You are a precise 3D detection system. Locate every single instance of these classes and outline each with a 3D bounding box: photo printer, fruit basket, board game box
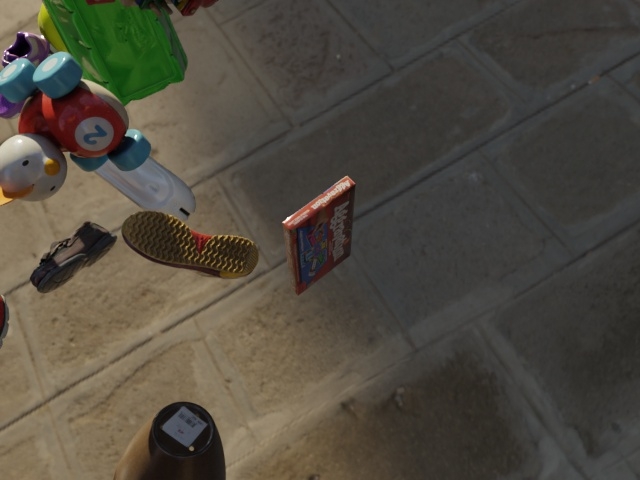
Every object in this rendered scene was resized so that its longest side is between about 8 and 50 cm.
[{"bbox_3d":[-0.421,-0.151,1.618,0.307,0.256,0.107,37,86,2],"label":"photo printer"},{"bbox_3d":[-0.495,-0.503,1.620,0.283,0.392,0.392,-27,57,-10],"label":"fruit basket"},{"bbox_3d":[0.000,0.000,1.332,0.145,0.281,0.027,-38,69,-17],"label":"board game box"}]

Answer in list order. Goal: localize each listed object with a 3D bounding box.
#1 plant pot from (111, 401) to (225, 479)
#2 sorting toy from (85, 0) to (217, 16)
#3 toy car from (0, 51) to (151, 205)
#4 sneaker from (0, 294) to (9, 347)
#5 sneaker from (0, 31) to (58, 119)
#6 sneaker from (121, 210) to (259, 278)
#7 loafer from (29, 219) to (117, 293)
[{"bbox_3d":[-0.260,0.394,1.280,0.215,0.230,0.215,11,43,-10],"label":"plant pot"},{"bbox_3d":[-0.179,-0.344,0.922,0.132,0.274,0.046,-41,87,32],"label":"sorting toy"},{"bbox_3d":[-0.445,-0.143,1.169,0.210,0.219,0.238,4,58,35],"label":"toy car"},{"bbox_3d":[-0.548,0.156,0.944,0.279,0.118,0.107,-37,69,-18],"label":"sneaker"},{"bbox_3d":[-0.748,-0.415,1.753,0.095,0.104,0.236,28,91,17],"label":"sneaker"},{"bbox_3d":[-0.180,0.016,0.971,0.185,0.084,0.069,18,69,-11],"label":"sneaker"},{"bbox_3d":[-0.601,0.032,1.690,0.095,0.302,0.109,41,114,0],"label":"loafer"}]
